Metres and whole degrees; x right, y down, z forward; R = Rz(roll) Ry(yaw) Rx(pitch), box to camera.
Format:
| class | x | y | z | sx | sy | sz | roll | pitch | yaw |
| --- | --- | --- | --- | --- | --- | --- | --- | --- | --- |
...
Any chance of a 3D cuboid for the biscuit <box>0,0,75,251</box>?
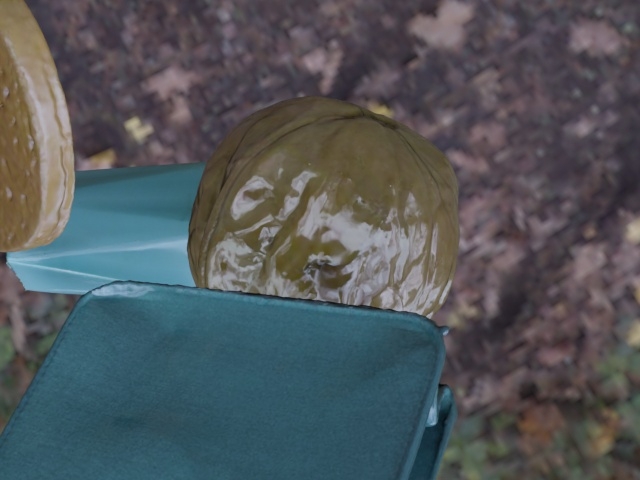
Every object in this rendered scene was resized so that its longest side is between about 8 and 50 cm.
| class | x | y | z | sx | sy | sz | roll | pitch | yaw |
| --- | --- | --- | --- | --- | --- | --- | --- | --- | --- |
| biscuit | -0.254 | -0.118 | 1.330 | 0.044 | 0.289 | 0.202 | -19 | 143 | -34 |

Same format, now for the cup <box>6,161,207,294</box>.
| class | x | y | z | sx | sy | sz | roll | pitch | yaw |
| --- | --- | --- | --- | --- | --- | --- | --- | --- | --- |
| cup | -0.166 | -0.010 | 1.790 | 0.235 | 0.134 | 0.148 | 1 | 175 | 16 |

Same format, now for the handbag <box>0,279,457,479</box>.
| class | x | y | z | sx | sy | sz | roll | pitch | yaw |
| --- | --- | --- | --- | --- | --- | --- | --- | --- | --- |
| handbag | -0.068 | 0.156 | 1.165 | 0.268 | 0.274 | 0.100 | 4 | 136 | 18 |

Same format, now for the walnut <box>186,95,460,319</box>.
| class | x | y | z | sx | sy | sz | roll | pitch | yaw |
| --- | --- | --- | --- | --- | --- | --- | --- | --- | --- |
| walnut | 0.000 | 0.000 | 1.502 | 0.228 | 0.228 | 0.228 | -18 | 144 | -14 |
